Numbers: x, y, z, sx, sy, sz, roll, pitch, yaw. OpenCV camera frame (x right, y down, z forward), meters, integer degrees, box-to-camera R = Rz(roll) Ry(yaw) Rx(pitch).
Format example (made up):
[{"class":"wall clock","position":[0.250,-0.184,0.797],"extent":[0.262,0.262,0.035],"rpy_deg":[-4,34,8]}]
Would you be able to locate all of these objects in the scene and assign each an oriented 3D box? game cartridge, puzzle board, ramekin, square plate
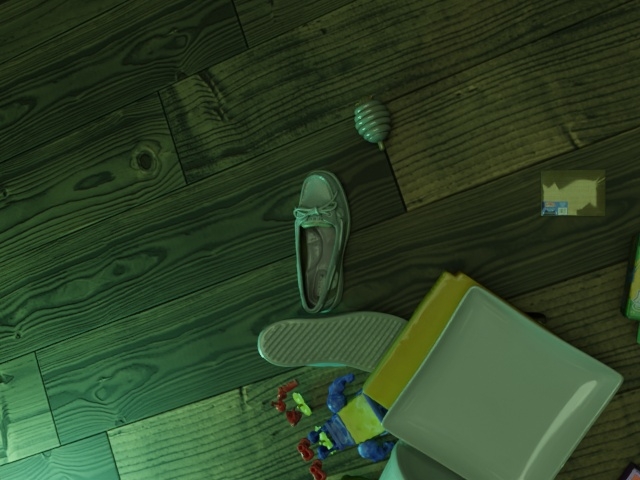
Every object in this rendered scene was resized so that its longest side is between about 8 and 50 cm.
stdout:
[{"class":"game cartridge","position":[0.290,0.255,1.513],"extent":[0.285,0.053,0.324],"rpy_deg":[34,98,0]},{"class":"puzzle board","position":[0.525,-0.099,1.542],"extent":[0.128,0.011,0.097],"rpy_deg":[0,89,17]},{"class":"ramekin","position":[0.234,0.526,1.481],"extent":[0.273,0.273,0.127],"rpy_deg":[37,111,14]},{"class":"square plate","position":[0.353,0.314,1.464],"extent":[0.347,0.049,0.344],"rpy_deg":[32,99,1]}]

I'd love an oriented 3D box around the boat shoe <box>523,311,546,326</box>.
[{"class":"boat shoe","position":[0.374,0.191,1.550],"extent":[0.189,0.068,0.072],"rpy_deg":[0,102,17]}]

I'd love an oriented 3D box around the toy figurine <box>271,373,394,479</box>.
[{"class":"toy figurine","position":[0.085,0.415,1.567],"extent":[0.217,0.191,0.363],"rpy_deg":[-35,80,7]}]

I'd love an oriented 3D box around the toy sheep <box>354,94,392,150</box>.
[{"class":"toy sheep","position":[0.117,-0.260,1.627],"extent":[0.091,0.091,0.132],"rpy_deg":[-26,81,14]}]

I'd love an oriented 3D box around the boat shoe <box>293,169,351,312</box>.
[{"class":"boat shoe","position":[-0.003,0.001,1.644],"extent":[0.118,0.103,0.321],"rpy_deg":[3,89,16]}]

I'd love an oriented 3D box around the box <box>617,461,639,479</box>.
[{"class":"box","position":[0.684,0.605,1.444],"extent":[0.293,0.057,0.201],"rpy_deg":[34,98,15]}]

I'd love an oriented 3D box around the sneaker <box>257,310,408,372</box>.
[{"class":"sneaker","position":[0.045,0.213,1.619],"extent":[0.365,0.150,0.135],"rpy_deg":[6,89,-7]}]

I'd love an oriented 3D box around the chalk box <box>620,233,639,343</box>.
[{"class":"chalk box","position":[0.661,0.101,1.431],"extent":[0.132,0.132,0.213],"rpy_deg":[8,90,17]}]
